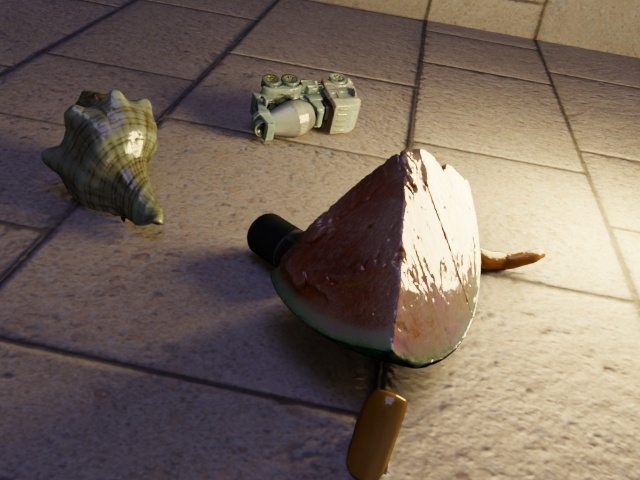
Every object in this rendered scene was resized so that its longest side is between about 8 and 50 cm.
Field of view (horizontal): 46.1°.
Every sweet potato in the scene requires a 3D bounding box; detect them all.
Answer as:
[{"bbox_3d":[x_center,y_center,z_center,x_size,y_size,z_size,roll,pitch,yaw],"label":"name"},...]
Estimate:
[{"bbox_3d":[0.290,0.030,1.250,0.179,0.044,0.044,5,30,-9],"label":"sweet potato"}]

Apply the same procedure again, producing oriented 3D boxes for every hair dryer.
[{"bbox_3d":[0.000,0.000,1.204,0.219,0.071,0.124,-11,35,-43],"label":"hair dryer"}]

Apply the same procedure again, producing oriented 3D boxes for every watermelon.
[{"bbox_3d":[0.077,0.034,1.052,0.222,0.318,0.292,-9,-21,27],"label":"watermelon"}]

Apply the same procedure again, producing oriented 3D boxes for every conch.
[{"bbox_3d":[-0.367,-0.161,1.279,0.203,0.169,0.386,-26,36,-8],"label":"conch"}]

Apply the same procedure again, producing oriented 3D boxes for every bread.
[{"bbox_3d":[0.061,0.221,0.858,0.049,0.103,0.062,22,-13,1],"label":"bread"}]

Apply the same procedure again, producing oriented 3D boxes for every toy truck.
[{"bbox_3d":[-0.036,-0.282,1.639,0.257,0.108,0.140,-6,46,-22],"label":"toy truck"}]
